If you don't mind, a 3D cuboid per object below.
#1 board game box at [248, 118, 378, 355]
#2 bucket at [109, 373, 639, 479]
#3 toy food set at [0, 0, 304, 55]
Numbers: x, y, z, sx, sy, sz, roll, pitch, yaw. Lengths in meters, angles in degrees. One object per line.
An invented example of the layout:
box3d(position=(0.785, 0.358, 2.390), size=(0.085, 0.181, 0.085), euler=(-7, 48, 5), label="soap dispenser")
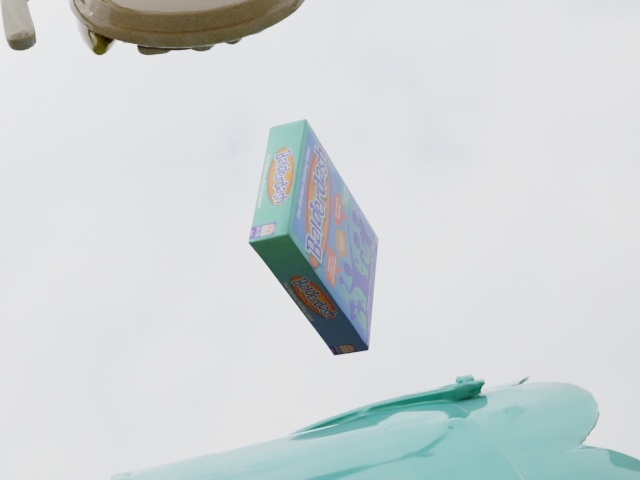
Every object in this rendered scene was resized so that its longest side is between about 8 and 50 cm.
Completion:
box3d(position=(0.000, 0.000, 1.017), size=(0.047, 0.160, 0.210), euler=(-11, -41, 23), label="board game box")
box3d(position=(0.020, 0.198, 0.366), size=(0.183, 0.281, 0.281), euler=(-4, -51, -13), label="bucket")
box3d(position=(-0.067, -0.128, 0.495), size=(0.192, 0.132, 0.039), euler=(-11, -48, -10), label="toy food set")
